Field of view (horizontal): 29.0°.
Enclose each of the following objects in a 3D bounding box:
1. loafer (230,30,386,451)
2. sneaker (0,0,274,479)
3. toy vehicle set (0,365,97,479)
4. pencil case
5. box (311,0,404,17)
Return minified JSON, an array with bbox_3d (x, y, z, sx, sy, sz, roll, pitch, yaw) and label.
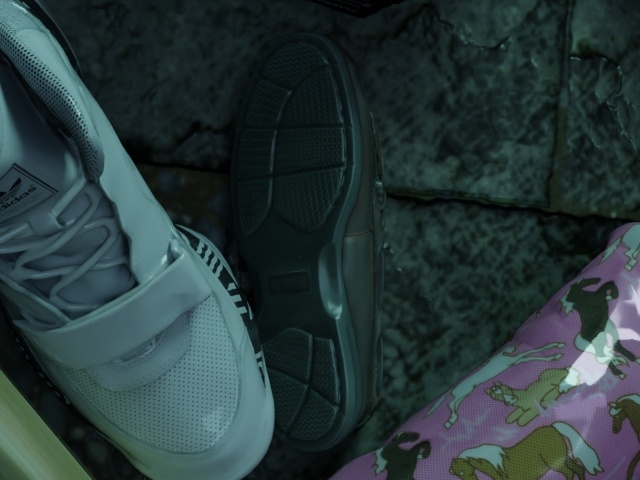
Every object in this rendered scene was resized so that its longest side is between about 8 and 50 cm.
[{"bbox_3d":[0.000,0.000,0.815,0.084,0.096,0.267,-5,96,-60],"label":"loafer"},{"bbox_3d":[-0.145,0.007,0.678,0.137,0.210,0.366,-31,99,1],"label":"sneaker"},{"bbox_3d":[-0.129,0.170,0.721,0.035,0.166,0.267,-40,103,-14],"label":"toy vehicle set"},{"bbox_3d":[0.123,0.150,0.805,0.386,0.167,0.160,-38,115,-15],"label":"pencil case"},{"bbox_3d":[-0.035,-0.200,0.738,0.220,0.175,0.051,16,86,-18],"label":"box"}]
